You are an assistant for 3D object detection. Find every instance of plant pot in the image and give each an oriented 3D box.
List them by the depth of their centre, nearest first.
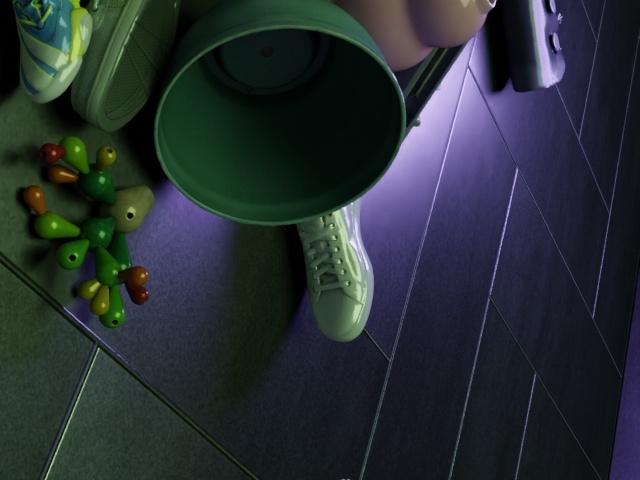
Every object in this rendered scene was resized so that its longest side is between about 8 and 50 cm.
[{"bbox_3d":[-0.057,-0.191,1.366,0.196,0.293,0.293,-100,163,-45],"label":"plant pot"}]

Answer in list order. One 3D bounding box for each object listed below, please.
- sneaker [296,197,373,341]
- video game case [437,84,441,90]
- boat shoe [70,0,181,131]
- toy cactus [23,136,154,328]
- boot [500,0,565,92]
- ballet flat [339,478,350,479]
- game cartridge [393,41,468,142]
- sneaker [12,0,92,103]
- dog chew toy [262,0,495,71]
[{"bbox_3d":[0.000,0.000,1.609,0.123,0.106,0.290,19,62,-55],"label":"sneaker"},{"bbox_3d":[0.189,-0.318,2.029,0.122,0.011,0.087,-8,95,-60],"label":"video game case"},{"bbox_3d":[-0.219,-0.272,1.246,0.118,0.103,0.320,58,44,-71],"label":"boat shoe"},{"bbox_3d":[-0.227,-0.022,1.217,0.219,0.112,0.180,69,24,-16],"label":"toy cactus"},{"bbox_3d":[0.391,-0.515,2.282,0.367,0.146,0.445,-36,124,-53],"label":"boot"},{"bbox_3d":[0.046,0.406,1.704,0.231,0.077,0.077,43,31,-55],"label":"ballet flat"},{"bbox_3d":[0.170,-0.325,1.652,0.068,0.355,0.230,24,31,-16],"label":"game cartridge"},{"bbox_3d":[-0.295,-0.261,1.124,0.126,0.091,0.240,25,60,-43],"label":"sneaker"},{"bbox_3d":[0.073,-0.312,1.503,0.207,0.332,0.206,2,88,-60],"label":"dog chew toy"}]
